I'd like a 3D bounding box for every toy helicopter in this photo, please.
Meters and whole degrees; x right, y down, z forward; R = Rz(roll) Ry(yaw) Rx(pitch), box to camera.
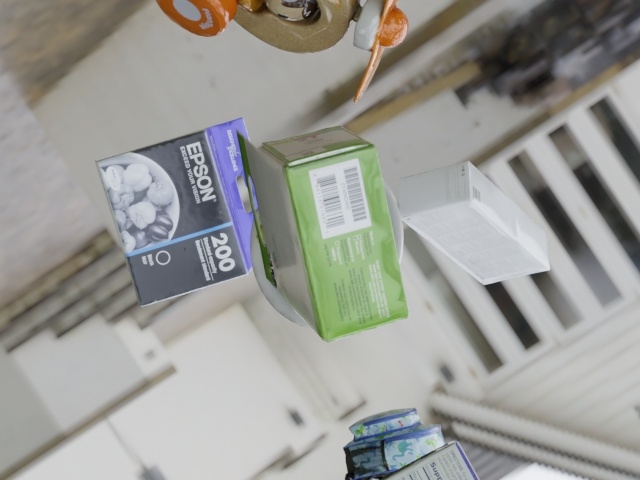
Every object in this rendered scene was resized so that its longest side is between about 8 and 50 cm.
[{"bbox_3d":[0.012,-0.259,1.477,0.140,0.235,0.355,-58,-165,-25],"label":"toy helicopter"}]

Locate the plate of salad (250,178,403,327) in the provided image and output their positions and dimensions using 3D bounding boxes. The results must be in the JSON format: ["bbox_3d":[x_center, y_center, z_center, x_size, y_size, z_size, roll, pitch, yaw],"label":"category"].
[{"bbox_3d":[0.000,0.000,1.767,0.200,0.200,0.048,-34,160,24],"label":"plate of salad"}]

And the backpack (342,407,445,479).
[{"bbox_3d":[0.092,0.247,1.908,0.114,0.084,0.105,-11,177,20],"label":"backpack"}]

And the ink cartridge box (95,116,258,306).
[{"bbox_3d":[-0.170,-0.038,2.088,0.208,0.206,0.045,-18,-169,-10],"label":"ink cartridge box"}]

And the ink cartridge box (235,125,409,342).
[{"bbox_3d":[-0.006,-0.025,1.662,0.097,0.189,0.255,-15,-163,-11],"label":"ink cartridge box"}]

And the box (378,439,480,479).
[{"bbox_3d":[0.103,0.281,1.531,0.137,0.126,0.072,-28,172,3],"label":"box"}]

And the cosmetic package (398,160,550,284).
[{"bbox_3d":[0.195,-0.019,1.974,0.098,0.060,0.239,-16,151,26],"label":"cosmetic package"}]
